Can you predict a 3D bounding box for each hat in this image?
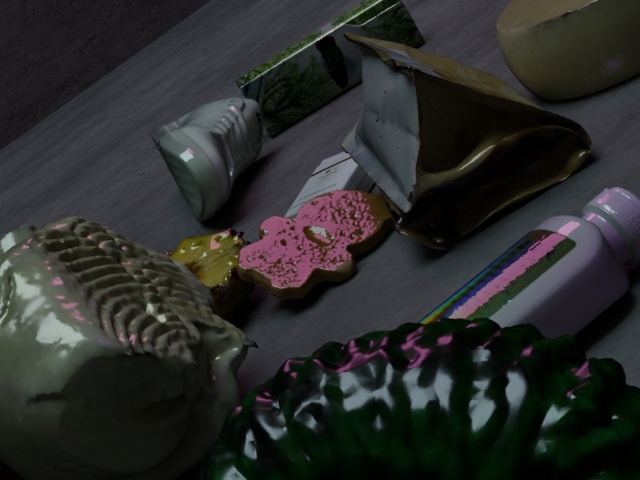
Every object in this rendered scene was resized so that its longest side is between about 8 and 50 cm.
[{"bbox_3d":[0.086,0.161,0.937,0.274,0.242,0.332,-3,3,15],"label":"hat"}]

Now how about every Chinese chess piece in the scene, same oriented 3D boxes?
[{"bbox_3d":[0.331,-0.267,1.757,0.273,0.102,0.273,-31,17,11],"label":"Chinese chess piece"}]

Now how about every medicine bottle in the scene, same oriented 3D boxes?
[{"bbox_3d":[0.176,0.042,1.242,0.219,0.078,0.115,-37,16,-15],"label":"medicine bottle"}]

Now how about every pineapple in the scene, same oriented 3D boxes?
[{"bbox_3d":[-0.157,0.071,1.726,0.224,0.076,0.225,-25,20,10],"label":"pineapple"}]

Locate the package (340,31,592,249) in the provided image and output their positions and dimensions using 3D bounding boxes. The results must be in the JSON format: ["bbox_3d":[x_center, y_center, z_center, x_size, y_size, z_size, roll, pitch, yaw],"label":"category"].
[{"bbox_3d":[0.127,-0.104,1.651,0.311,0.221,0.165,-124,52,-70],"label":"package"}]

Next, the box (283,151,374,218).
[{"bbox_3d":[0.018,-0.061,1.840,0.084,0.040,0.154,-24,19,32],"label":"box"}]

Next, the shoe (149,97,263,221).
[{"bbox_3d":[-0.139,-0.129,2.156,0.160,0.132,0.363,-29,14,-5],"label":"shoe"}]

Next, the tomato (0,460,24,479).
[{"bbox_3d":[-0.434,0.244,1.448,0.298,0.226,0.299,-28,30,18],"label":"tomato"}]

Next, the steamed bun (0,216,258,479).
[{"bbox_3d":[-0.218,0.118,1.406,0.206,0.275,0.320,-53,-22,12],"label":"steamed bun"}]

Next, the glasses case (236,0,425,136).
[{"bbox_3d":[0.015,-0.266,2.292,0.272,0.095,0.062,-32,22,2],"label":"glasses case"}]

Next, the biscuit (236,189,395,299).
[{"bbox_3d":[-0.005,0.001,1.667,0.133,0.027,0.184,16,46,31],"label":"biscuit"}]
